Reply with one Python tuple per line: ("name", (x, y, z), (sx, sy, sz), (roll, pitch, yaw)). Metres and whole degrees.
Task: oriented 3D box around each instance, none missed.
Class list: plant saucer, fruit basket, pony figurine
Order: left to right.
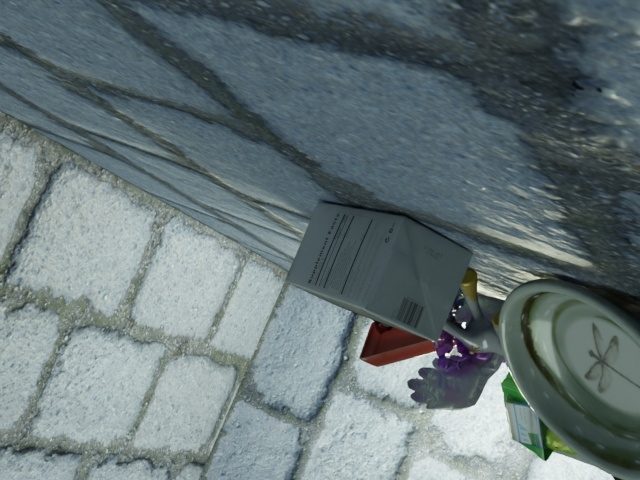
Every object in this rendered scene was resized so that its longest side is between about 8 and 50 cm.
("plant saucer", (0.240, 0.235, 2.136), (0.258, 0.048, 0.259), (-17, -168, 15))
("pony figurine", (0.346, 0.210, 1.793), (0.350, 0.303, 0.363), (7, 150, 40))
("fruit basket", (0.601, 0.418, 1.990), (0.353, 0.165, 0.327), (17, 134, 42))
("plant saucer", (0.481, 0.221, 1.436), (0.400, 0.100, 0.401), (44, 153, 30))

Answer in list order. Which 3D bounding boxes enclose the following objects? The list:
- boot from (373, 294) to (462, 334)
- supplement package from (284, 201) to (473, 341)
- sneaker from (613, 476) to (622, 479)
("boot", (0.227, 0.171, 2.128), (0.244, 0.176, 0.088), (18, 171, 38))
("supplement package", (0.099, 0.052, 1.563), (0.177, 0.175, 0.293), (26, 174, -30))
("sneaker", (0.875, 0.520, 2.137), (0.257, 0.447, 0.169), (37, 132, 3))
